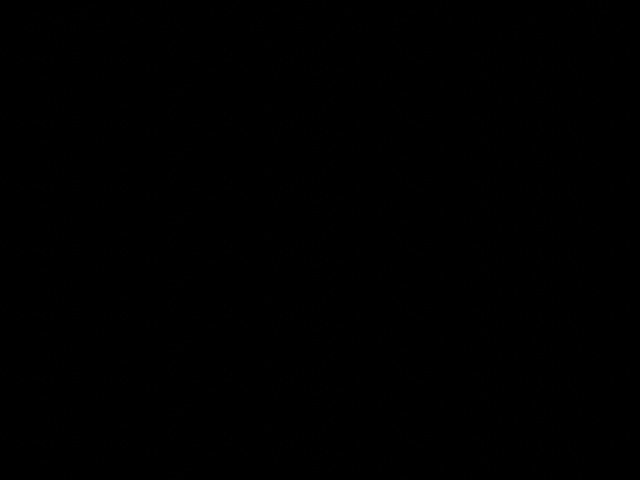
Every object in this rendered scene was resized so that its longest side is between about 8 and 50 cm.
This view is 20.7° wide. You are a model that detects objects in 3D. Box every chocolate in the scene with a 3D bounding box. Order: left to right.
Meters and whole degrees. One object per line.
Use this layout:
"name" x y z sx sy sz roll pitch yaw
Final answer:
"chocolate" 0.000 0.000 0.187 0.383 0.331 0.384 2 -53 2
